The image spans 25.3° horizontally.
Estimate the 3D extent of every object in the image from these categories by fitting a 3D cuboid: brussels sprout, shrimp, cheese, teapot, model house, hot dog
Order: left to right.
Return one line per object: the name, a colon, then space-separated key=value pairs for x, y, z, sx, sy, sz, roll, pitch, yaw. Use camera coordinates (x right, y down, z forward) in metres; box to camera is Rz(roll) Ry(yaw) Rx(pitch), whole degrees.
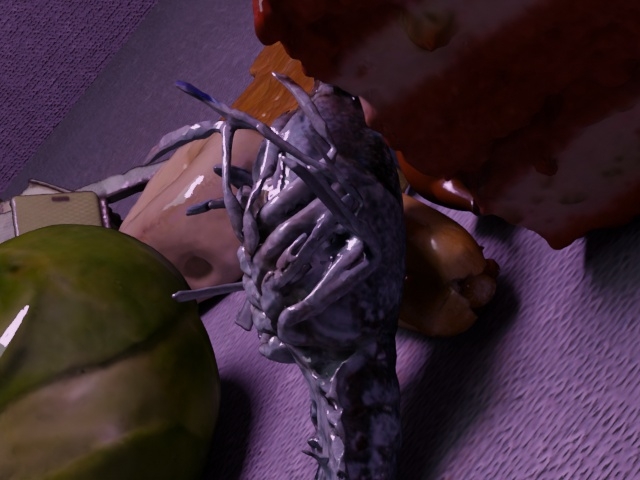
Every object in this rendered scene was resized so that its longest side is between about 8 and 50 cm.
brussels sprout: x=-0.246 y=0.158 z=1.190 sx=0.371 sy=0.276 sz=0.315 roll=-48 pitch=13 yaw=-13
model house: x=-0.306 y=0.001 z=1.876 sx=0.278 sy=0.205 sz=0.218 roll=-17 pitch=66 yaw=10
cheese: x=-0.129 y=-0.029 z=1.530 sx=0.235 sy=0.117 sz=0.218 roll=-43 pitch=18 yaw=11
shrimp: x=-0.014 y=0.038 z=0.945 sx=0.221 sy=0.166 sz=0.410 roll=127 pitch=134 yaw=-69
hot dog: x=0.063 y=0.012 z=1.064 sx=0.076 sy=0.102 sz=0.249 roll=-12 pitch=10 yaw=-20
teapot: x=0.124 y=-0.083 z=1.065 sx=0.116 sy=0.116 sz=0.173 roll=-25 pitch=33 yaw=52

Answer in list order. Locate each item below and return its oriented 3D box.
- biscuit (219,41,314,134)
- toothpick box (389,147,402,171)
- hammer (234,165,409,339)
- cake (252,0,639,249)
biscuit: x=0.000 y=-0.208 z=1.661 sx=0.351 sy=0.057 sz=0.312 roll=-34 pitch=24 yaw=37
toothpick box: x=0.095 y=-0.124 z=1.214 sx=0.153 sy=0.101 sz=0.101 roll=-32 pitch=26 yaw=44
hammer: x=0.000 y=0.000 z=1.253 sx=0.226 sy=0.041 sz=0.159 roll=-37 pitch=23 yaw=57
cake: x=0.155 y=-0.198 z=0.884 sx=0.269 sy=0.319 sz=0.270 roll=-33 pitch=31 yaw=37
